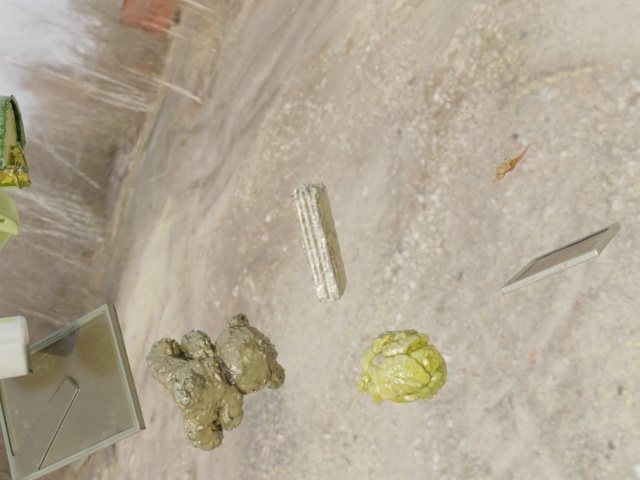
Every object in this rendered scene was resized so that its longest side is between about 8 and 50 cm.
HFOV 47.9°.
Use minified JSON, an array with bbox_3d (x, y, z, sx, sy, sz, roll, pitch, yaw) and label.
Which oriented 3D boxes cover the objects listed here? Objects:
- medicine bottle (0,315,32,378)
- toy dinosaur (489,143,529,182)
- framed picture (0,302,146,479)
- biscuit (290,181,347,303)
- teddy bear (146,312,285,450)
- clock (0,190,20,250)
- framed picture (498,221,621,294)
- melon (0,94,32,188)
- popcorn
[{"bbox_3d":[-0.811,0.261,1.666,0.143,0.258,0.143,172,90,-70],"label":"medicine bottle"},{"bbox_3d":[0.380,-0.155,1.459,0.113,0.026,0.041,-44,25,-17],"label":"toy dinosaur"},{"bbox_3d":[-0.644,0.392,1.803,0.446,0.028,0.326,-27,71,22],"label":"framed picture"},{"bbox_3d":[0.000,0.000,1.418,0.108,0.062,0.238,-62,-42,-76],"label":"biscuit"},{"bbox_3d":[-0.211,0.283,1.556,0.256,0.267,0.156,-30,-5,-27],"label":"teddy bear"},{"bbox_3d":[-0.678,0.026,1.234,0.308,0.235,0.096,-54,42,21],"label":"clock"},{"bbox_3d":[0.512,0.036,1.526,0.211,0.020,0.290,-29,-4,32],"label":"framed picture"},{"bbox_3d":[-0.525,-0.142,1.050,0.265,0.169,0.129,179,85,-74],"label":"melon"},{"bbox_3d":[0.230,0.357,2.046,0.259,0.259,0.212,168,107,-69],"label":"popcorn"}]
